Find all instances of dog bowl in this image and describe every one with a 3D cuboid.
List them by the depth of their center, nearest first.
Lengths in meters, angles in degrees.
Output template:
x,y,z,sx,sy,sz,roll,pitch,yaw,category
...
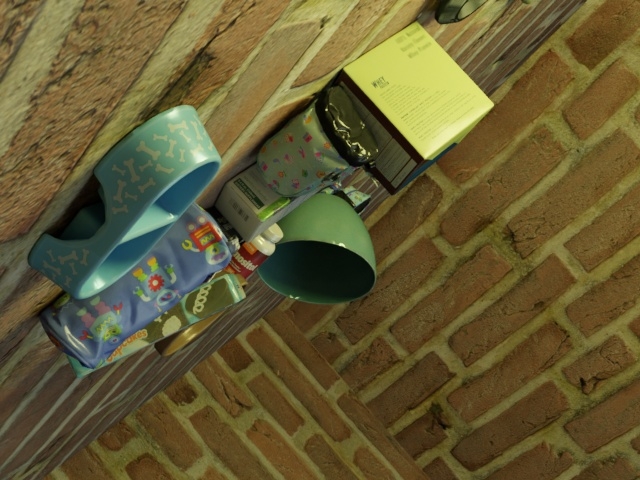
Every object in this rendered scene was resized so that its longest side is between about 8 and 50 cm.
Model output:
x,y,z,sx,sy,sz,roll,pitch,yaw,category
-0.232,-0.037,1.104,0.297,0.074,0.166,-45,173,27,dog bowl

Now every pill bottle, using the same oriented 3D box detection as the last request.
x,y,z,sx,sy,sz,roll,pitch,yaw,category
-0.157,0.019,2.001,0.152,0.086,0.086,-44,174,16,pill bottle

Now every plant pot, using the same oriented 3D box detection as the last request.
x,y,z,sx,sy,sz,roll,pitch,yaw,category
-0.276,0.129,1.913,0.237,0.110,0.237,-42,176,-4,plant pot
0.000,0.000,2.216,0.290,0.290,0.195,131,-27,-52,plant pot

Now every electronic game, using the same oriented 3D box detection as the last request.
x,y,z,sx,sy,sz,roll,pitch,yaw,category
0.283,-0.456,1.547,0.229,0.048,0.229,-41,176,-4,electronic game

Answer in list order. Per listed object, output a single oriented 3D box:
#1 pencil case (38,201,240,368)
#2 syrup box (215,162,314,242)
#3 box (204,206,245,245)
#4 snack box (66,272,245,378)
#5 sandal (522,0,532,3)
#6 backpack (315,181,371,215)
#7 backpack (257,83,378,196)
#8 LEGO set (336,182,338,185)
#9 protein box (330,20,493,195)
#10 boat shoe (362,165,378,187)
x,y,z,sx,sy,sz,roll,pitch,yaw,category
-0.270,0.067,1.371,0.306,0.133,0.119,-40,-153,-13,pencil case
-0.065,-0.107,1.613,0.237,0.093,0.096,-38,173,-31,syrup box
-0.219,0.018,1.601,0.147,0.077,0.180,-44,174,21,box
-0.300,0.154,1.695,0.322,0.060,0.187,-25,179,-1,snack box
0.558,-0.620,1.978,0.120,0.086,0.303,-37,173,-43,sandal
0.045,-0.086,2.420,0.173,0.117,0.158,-37,172,-39,backpack
-0.014,-0.150,1.484,0.182,0.152,0.115,-31,176,33,backpack
0.049,-0.174,2.298,0.083,0.023,0.054,-60,168,28,LEGO set
0.143,-0.227,1.555,0.200,0.201,0.136,-38,174,-32,protein box
0.153,-0.201,2.388,0.079,0.095,0.254,-42,173,-10,boat shoe
